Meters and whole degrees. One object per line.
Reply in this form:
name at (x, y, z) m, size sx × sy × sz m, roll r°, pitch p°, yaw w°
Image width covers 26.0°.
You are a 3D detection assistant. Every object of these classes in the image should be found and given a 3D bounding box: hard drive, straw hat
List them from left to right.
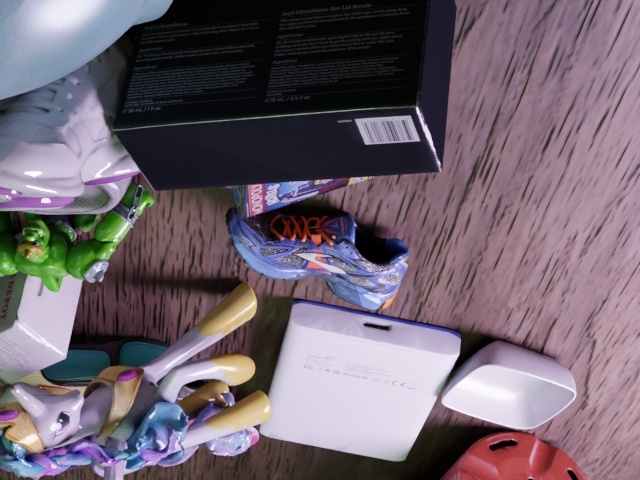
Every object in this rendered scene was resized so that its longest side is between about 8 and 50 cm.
straw hat at (-0.377, 0.231, 1.947) m, size 0.144 × 0.061 × 0.144 m, roll 6°, pitch 147°, yaw 4°
hard drive at (0.043, 0.190, 1.802) m, size 0.210 × 0.040 × 0.319 m, roll 11°, pitch 147°, yaw -3°

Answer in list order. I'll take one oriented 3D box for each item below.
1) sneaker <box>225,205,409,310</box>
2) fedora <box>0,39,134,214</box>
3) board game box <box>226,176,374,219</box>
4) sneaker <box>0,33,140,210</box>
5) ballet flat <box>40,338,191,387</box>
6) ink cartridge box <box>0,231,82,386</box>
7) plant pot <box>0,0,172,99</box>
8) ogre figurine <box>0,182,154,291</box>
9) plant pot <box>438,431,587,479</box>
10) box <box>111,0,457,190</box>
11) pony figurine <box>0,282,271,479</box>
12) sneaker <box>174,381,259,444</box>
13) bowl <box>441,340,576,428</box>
sneaker at (0.000, 0.000, 1.509) m, size 0.221 × 0.083 × 0.087 m, roll 17°, pitch 133°, yaw -22°
fedora at (-0.267, -0.107, 1.352) m, size 0.275 × 0.124 × 0.243 m, roll 26°, pitch 144°, yaw -24°
board game box at (-0.037, -0.093, 1.305) m, size 0.194 × 0.060 × 0.194 m, roll -17°, pitch 161°, yaw -11°
sneaker at (-0.229, -0.108, 1.147) m, size 0.114 × 0.305 × 0.152 m, roll 2°, pitch 103°, yaw 13°
ballet flat at (-0.266, 0.164, 1.823) m, size 0.203 × 0.074 × 0.074 m, roll 2°, pitch 147°, yaw 0°
ink cartridge box at (-0.378, 0.090, 1.593) m, size 0.203 × 0.148 × 0.086 m, roll -23°, pitch 134°, yaw 29°
plant pot at (-0.219, -0.245, 1.029) m, size 0.196 × 0.293 × 0.293 m, roll -7°, pitch 154°, yaw -25°
ogre figurine at (-0.285, -0.013, 1.495) m, size 0.197 × 0.118 × 0.097 m, roll 11°, pitch 157°, yaw -3°
plant pot at (0.240, 0.416, 1.923) m, size 0.272 × 0.272 × 0.265 m, roll 15°, pitch 138°, yaw -9°
box at (-0.025, -0.149, 1.178) m, size 0.261 × 0.184 × 0.103 m, roll -3°, pitch 149°, yaw 17°
pony figurine at (-0.243, 0.234, 1.645) m, size 0.363 × 0.303 × 0.351 m, roll -20°, pitch 145°, yaw -32°
sneaker at (-0.154, 0.233, 1.891) m, size 0.170 × 0.075 × 0.063 m, roll 27°, pitch 123°, yaw -34°
bowl at (0.235, 0.177, 1.726) m, size 0.142 × 0.053 × 0.142 m, roll 19°, pitch 145°, yaw -14°
